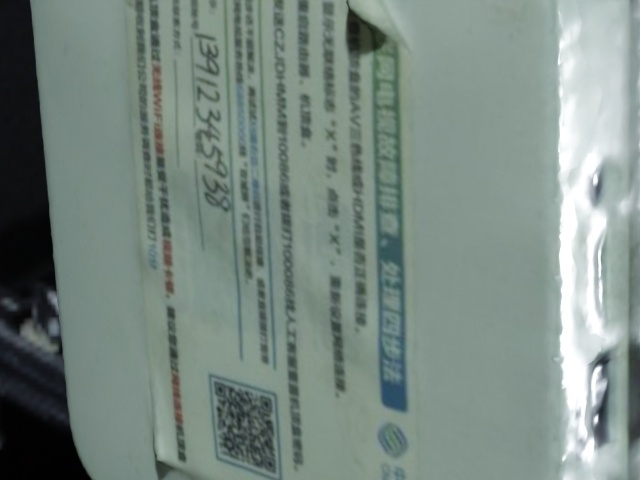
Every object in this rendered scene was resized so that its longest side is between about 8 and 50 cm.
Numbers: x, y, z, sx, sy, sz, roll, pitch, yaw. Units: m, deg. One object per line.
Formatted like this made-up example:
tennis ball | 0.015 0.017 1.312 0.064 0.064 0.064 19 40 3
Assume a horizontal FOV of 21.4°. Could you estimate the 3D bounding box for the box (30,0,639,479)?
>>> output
box | 0.001 0.001 0.941 0.111 0.396 0.396 -19 -67 -43
